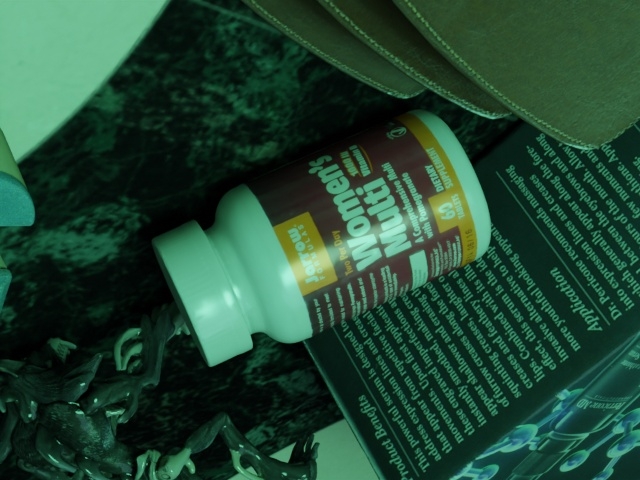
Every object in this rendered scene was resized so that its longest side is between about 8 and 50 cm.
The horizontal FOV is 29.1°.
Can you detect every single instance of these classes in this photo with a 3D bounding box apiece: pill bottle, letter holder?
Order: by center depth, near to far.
[{"bbox_3d":[0.075,-0.158,0.725,0.214,0.152,0.302,-40,144,16],"label":"letter holder"},{"bbox_3d":[0.000,0.000,0.885,0.221,0.121,0.121,-24,144,-10],"label":"pill bottle"}]

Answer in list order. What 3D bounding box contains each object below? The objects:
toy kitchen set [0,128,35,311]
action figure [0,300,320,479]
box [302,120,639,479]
[{"bbox_3d":[-0.275,0.022,0.709,0.207,0.122,0.166,-2,136,-34],"label":"toy kitchen set"},{"bbox_3d":[-0.145,0.138,0.942,0.275,0.141,0.164,34,122,-24],"label":"action figure"},{"bbox_3d":[0.234,0.059,1.052,0.395,0.212,0.293,-41,144,16],"label":"box"}]
